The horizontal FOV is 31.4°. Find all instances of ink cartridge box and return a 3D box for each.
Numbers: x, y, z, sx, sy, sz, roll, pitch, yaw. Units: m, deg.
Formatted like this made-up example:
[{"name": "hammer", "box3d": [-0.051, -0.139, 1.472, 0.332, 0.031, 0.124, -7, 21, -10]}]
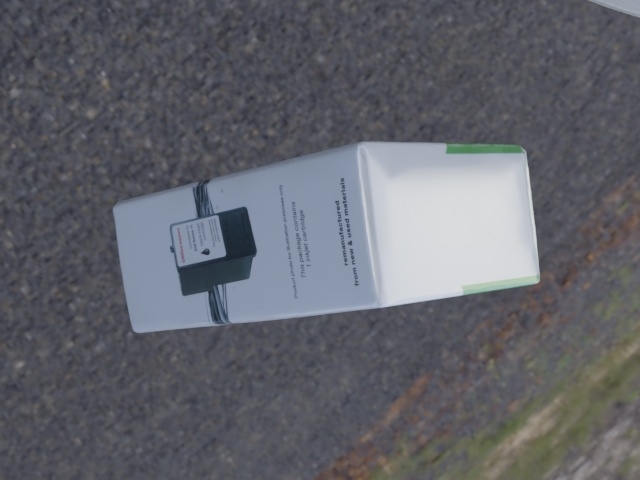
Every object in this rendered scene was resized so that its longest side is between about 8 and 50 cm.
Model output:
[{"name": "ink cartridge box", "box3d": [0.000, 0.000, 0.681, 0.208, 0.087, 0.153, -9, 178, 44]}]

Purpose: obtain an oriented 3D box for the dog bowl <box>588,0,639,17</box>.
[{"name": "dog bowl", "box3d": [0.296, -0.233, 0.641, 0.408, 0.408, 0.150, 18, 83, -58]}]
